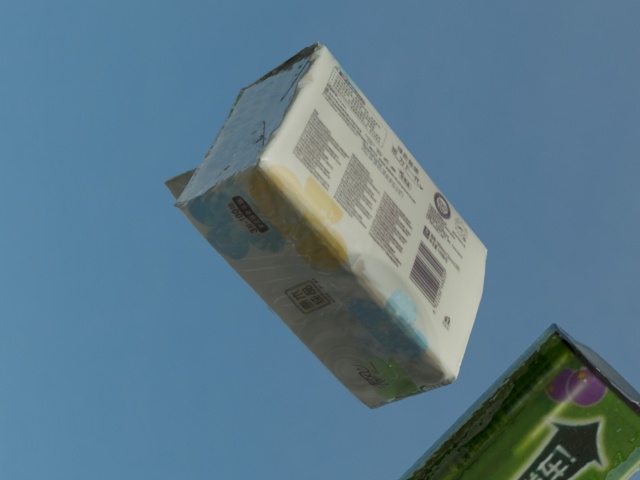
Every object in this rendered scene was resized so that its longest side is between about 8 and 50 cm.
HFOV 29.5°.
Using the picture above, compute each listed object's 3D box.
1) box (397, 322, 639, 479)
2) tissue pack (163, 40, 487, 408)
[{"bbox_3d":[0.122,0.229,1.001,0.345,0.134,0.097,-48,-161,8],"label":"box"},{"bbox_3d":[0.000,0.000,0.928,0.145,0.159,0.229,-24,-60,34],"label":"tissue pack"}]
